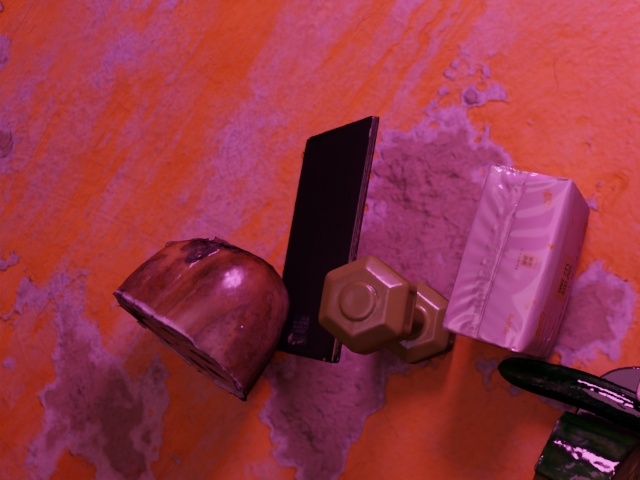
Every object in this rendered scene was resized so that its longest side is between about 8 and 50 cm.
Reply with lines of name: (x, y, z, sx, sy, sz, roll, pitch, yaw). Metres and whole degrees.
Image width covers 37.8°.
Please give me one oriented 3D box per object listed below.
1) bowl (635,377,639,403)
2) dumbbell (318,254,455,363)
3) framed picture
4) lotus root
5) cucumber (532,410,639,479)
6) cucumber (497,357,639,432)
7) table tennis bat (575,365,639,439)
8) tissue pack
bowl: (0.500, 0.141, 1.113, 0.126, 0.238, 0.238, 40, 97, 7)
dumbbell: (0.097, 0.098, 1.229, 0.108, 0.302, 0.121, 6, 81, 23)
framed picture: (0.000, 0.000, 1.350, 0.014, 0.255, 0.338, 12, 83, -21)
lotus root: (-0.165, 0.094, 1.379, 0.272, 0.272, 0.192, 29, 80, 24)
cucumber: (0.330, 0.305, 1.155, 0.130, 0.191, 0.191, 18, 88, 25)
cucumber: (0.366, 0.206, 1.223, 0.284, 0.056, 0.056, 16, 87, 27)
table tennis bat: (0.478, 0.263, 1.199, 0.301, 0.022, 0.173, 14, 86, 25)
tissue pack: (0.265, 0.034, 1.236, 0.124, 0.185, 0.225, 16, 87, 27)
